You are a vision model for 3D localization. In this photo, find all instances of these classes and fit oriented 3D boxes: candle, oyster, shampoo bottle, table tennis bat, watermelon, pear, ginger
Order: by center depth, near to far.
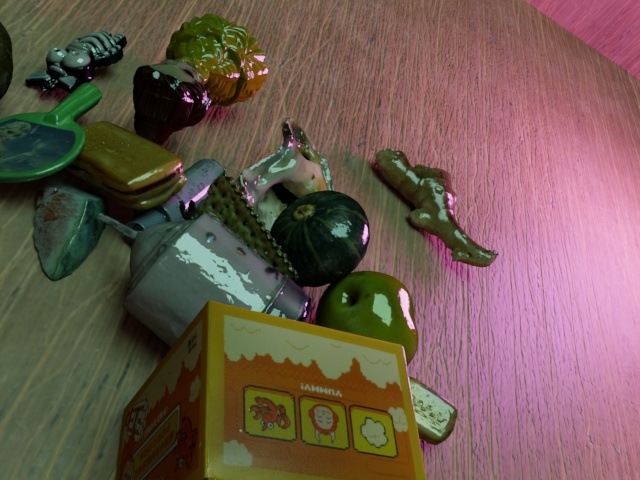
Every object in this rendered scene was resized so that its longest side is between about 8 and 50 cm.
[{"bbox_3d":[-0.177,0.056,0.992,0.330,0.187,0.187,41,40,-4],"label":"candle"},{"bbox_3d":[-0.361,-0.027,1.034,0.094,0.081,0.180,-2,46,-8],"label":"watermelon"},{"bbox_3d":[-0.411,-0.166,1.076,0.161,0.039,0.257,15,42,13],"label":"table tennis bat"},{"bbox_3d":[-0.231,-0.061,1.149,0.072,0.072,0.214,41,40,0],"label":"shampoo bottle"},{"bbox_3d":[0.085,0.146,1.156,0.216,0.166,0.180,48,14,-45],"label":"pear"},{"bbox_3d":[-0.062,-0.064,1.258,0.271,0.100,0.275,-32,96,-48],"label":"oyster"},{"bbox_3d":[0.244,-0.071,1.515,0.148,0.081,0.333,-11,61,-38],"label":"ginger"}]

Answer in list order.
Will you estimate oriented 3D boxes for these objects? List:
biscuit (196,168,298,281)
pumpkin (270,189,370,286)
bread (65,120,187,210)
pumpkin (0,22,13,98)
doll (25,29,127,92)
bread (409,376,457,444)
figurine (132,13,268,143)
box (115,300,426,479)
[{"bbox_3d":[-0.131,0.013,1.103,0.203,0.144,0.016,53,29,11],"label":"biscuit"},{"bbox_3d":[-0.002,-0.002,1.121,0.167,0.167,0.125,-57,136,-50],"label":"pumpkin"},{"bbox_3d":[-0.308,-0.115,1.092,0.200,0.077,0.116,26,49,27],"label":"bread"},{"bbox_3d":[-0.546,-0.275,1.024,0.219,0.162,0.219,25,42,-25],"label":"pumpkin"},{"bbox_3d":[-0.408,-0.311,1.232,0.091,0.067,0.219,15,41,10],"label":"doll"},{"bbox_3d":[0.160,0.277,1.159,0.115,0.056,0.082,30,59,5],"label":"bread"},{"bbox_3d":[-0.219,-0.278,1.220,0.187,0.168,0.315,45,24,-10],"label":"figurine"},{"bbox_3d":[-0.070,0.250,0.828,0.260,0.283,0.213,16,46,-27],"label":"box"}]
